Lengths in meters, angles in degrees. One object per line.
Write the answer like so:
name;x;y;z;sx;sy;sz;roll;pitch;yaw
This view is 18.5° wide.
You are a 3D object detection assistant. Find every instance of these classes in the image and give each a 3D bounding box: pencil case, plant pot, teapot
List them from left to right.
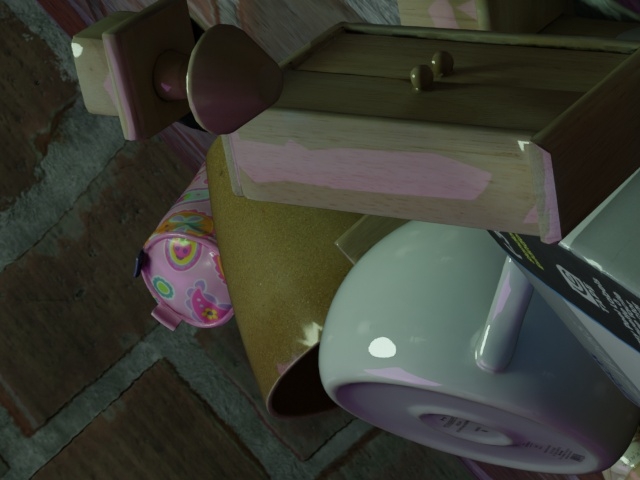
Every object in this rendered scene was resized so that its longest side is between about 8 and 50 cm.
pencil case;-0.092;-0.020;2.056;0.124;0.124;0.284;50;-146;-13
plant pot;0.000;0.000;1.871;0.254;0.237;0.237;61;178;21
teapot;0.127;0.048;1.410;0.256;0.187;0.252;1;158;46

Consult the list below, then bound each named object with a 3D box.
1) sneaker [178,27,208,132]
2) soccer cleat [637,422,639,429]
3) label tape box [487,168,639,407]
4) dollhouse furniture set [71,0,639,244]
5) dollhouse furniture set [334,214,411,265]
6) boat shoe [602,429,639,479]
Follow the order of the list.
sneaker;-0.148;-0.184;2.260;0.124;0.107;0.283;34;179;-6
soccer cleat;0.270;0.125;1.463;0.072;0.060;0.179;32;175;3
label tape box;0.177;0.010;1.046;0.249;0.115;0.347;47;173;-37
dollhouse furniture set;0.039;-0.196;0.805;0.174;0.303;0.355;8;121;34
dollhouse furniture set;0.051;-0.056;1.484;0.144;0.123;0.151;48;173;1
boat shoe;0.304;0.240;1.841;0.059;0.063;0.170;50;175;37
